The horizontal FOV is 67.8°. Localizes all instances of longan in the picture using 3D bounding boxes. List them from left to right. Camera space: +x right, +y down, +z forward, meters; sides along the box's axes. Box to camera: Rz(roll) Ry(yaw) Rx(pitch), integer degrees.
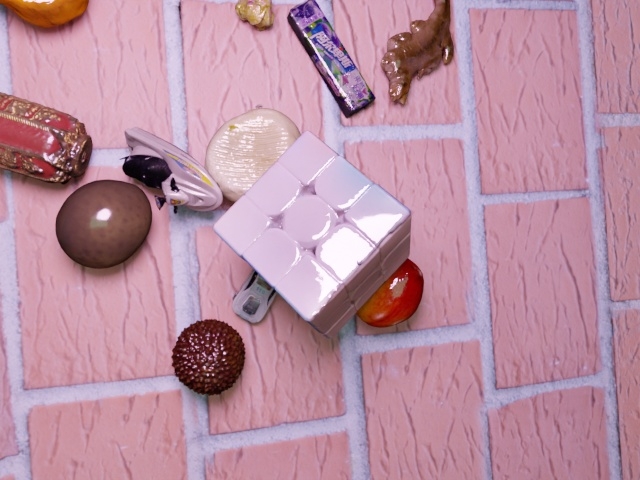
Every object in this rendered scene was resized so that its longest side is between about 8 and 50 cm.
[{"bbox_3d":[-0.492,-0.042,1.088,0.196,0.196,0.220,43,79,-8],"label":"longan"}]

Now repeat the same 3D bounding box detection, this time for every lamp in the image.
[{"bbox_3d":[-0.664,-0.231,1.070,0.273,0.177,0.177,17,87,-9],"label":"lamp"}]

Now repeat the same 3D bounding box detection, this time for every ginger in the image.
[{"bbox_3d":[0.271,-0.518,1.300,0.166,0.080,0.333,45,75,-23],"label":"ginger"}]

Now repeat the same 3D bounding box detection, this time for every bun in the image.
[{"bbox_3d":[-0.144,-0.194,1.175,0.259,0.160,0.260,0,76,1],"label":"bun"}]

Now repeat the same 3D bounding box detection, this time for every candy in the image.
[{"bbox_3d":[0.028,-0.479,1.257,0.088,0.061,0.312,-35,96,-12],"label":"candy"}]

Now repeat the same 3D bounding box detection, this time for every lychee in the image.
[{"bbox_3d":[-0.269,0.279,1.141,0.187,0.188,0.188,0,90,-11],"label":"lychee"}]

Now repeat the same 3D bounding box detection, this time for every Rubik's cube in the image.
[{"bbox_3d":[0.000,0.000,1.041,0.291,0.292,0.290,-46,71,-5],"label":"Rubik's cube"}]

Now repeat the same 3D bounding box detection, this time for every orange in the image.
[{"bbox_3d":[-0.643,-0.607,1.067,0.248,0.183,0.249,-5,100,-28],"label":"orange"}]

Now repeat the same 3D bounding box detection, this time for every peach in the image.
[{"bbox_3d":[0.178,0.122,1.213,0.197,0.197,0.198,0,90,-11],"label":"peach"}]

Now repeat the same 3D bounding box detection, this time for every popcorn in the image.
[{"bbox_3d":[-0.159,-0.590,1.205,0.089,0.109,0.097,13,126,-40],"label":"popcorn"}]

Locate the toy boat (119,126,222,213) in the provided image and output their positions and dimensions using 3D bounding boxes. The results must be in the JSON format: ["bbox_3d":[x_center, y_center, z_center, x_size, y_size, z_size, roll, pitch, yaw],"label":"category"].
[{"bbox_3d":[-0.354,-0.149,1.099,0.269,0.141,0.141,39,82,20],"label":"toy boat"}]

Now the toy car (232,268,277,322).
[{"bbox_3d":[-0.147,0.112,1.224,0.095,0.056,0.205,33,84,-8],"label":"toy car"}]
